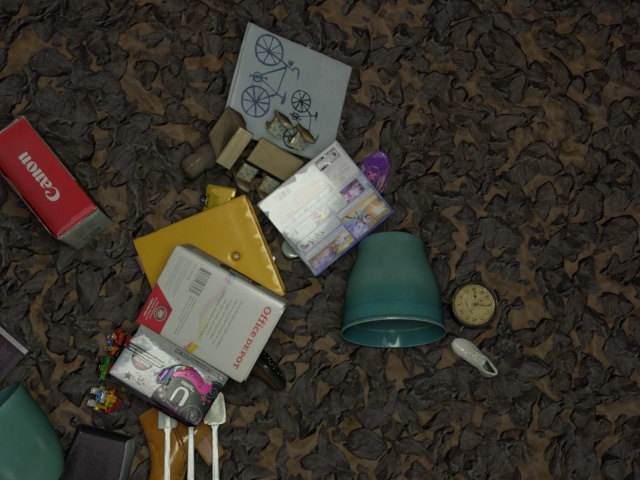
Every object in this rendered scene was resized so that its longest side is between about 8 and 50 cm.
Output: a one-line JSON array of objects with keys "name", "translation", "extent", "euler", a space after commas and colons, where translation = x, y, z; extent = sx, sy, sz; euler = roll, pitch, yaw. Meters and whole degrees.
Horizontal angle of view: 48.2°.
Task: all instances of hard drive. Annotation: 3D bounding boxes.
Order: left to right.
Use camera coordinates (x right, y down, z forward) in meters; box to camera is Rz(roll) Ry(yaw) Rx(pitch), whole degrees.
[{"name": "hard drive", "translation": [-0.582, 0.610, 1.819], "extent": [0.172, 0.054, 0.254], "euler": [16, 80, -3]}]

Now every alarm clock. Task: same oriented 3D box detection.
[{"name": "alarm clock", "translation": [0.436, 0.170, 1.977], "extent": [0.192, 0.064, 0.129], "euler": [-27, 84, -6]}]

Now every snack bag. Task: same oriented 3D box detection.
[{"name": "snack bag", "translation": [-0.082, -0.404, 1.991], "extent": [0.343, 0.037, 0.323], "euler": [16, 78, -22]}]

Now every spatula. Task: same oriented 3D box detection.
[{"name": "spatula", "translation": [-0.321, 0.505, 1.794], "extent": [0.168, 0.019, 0.242], "euler": [0, 70, -13]}]

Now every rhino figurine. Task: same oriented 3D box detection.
[{"name": "rhino figurine", "translation": [-0.286, -0.243, 1.950], "extent": [0.243, 0.106, 0.073], "euler": [-40, 90, -17]}]

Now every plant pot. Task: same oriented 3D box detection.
[{"name": "plant pot", "translation": [-0.760, 0.523, 1.711], "extent": [0.293, 0.293, 0.235], "euler": [-39, 104, -10]}, {"name": "plant pot", "translation": [0.187, 0.123, 1.871], "extent": [0.272, 0.271, 0.255], "euler": [3, 67, -5]}]

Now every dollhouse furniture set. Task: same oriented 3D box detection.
[{"name": "dollhouse furniture set", "translation": [-0.153, -0.222, 1.852], "extent": [0.242, 0.161, 0.212], "euler": [28, 109, -30]}]

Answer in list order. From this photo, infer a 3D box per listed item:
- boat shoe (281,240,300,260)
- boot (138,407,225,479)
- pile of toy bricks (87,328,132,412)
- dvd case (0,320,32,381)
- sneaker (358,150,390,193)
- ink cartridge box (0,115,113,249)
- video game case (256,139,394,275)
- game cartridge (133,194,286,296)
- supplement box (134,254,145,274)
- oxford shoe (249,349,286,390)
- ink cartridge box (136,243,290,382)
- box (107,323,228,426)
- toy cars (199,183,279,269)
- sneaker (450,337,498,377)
[{"name": "boat shoe", "translation": [0.000, 0.000, 1.960], "extent": [0.219, 0.070, 0.077], "euler": [-16, 73, -3]}, {"name": "boot", "translation": [-0.412, 0.542, 1.830], "extent": [0.295, 0.104, 0.211], "euler": [-36, 81, -16]}, {"name": "pile of toy bricks", "translation": [-0.511, 0.341, 1.853], "extent": [0.105, 0.118, 0.212], "euler": [24, 68, -34]}, {"name": "dvd case", "translation": [-0.887, 0.310, 1.856], "extent": [0.164, 0.018, 0.221], "euler": [40, 81, 3]}, {"name": "sneaker", "translation": [0.125, -0.148, 1.977], "extent": [0.095, 0.104, 0.236], "euler": [30, 79, 1]}, {"name": "ink cartridge box", "translation": [-0.693, -0.146, 1.815], "extent": [0.130, 0.272, 0.309], "euler": [-39, 87, -9]}, {"name": "video game case", "translation": [0.013, -0.085, 1.883], "extent": [0.269, 0.061, 0.244], "euler": [-39, 93, -2]}, {"name": "game cartridge", "translation": [-0.288, 0.069, 1.868], "extent": [0.324, 0.053, 0.285], "euler": [-21, 90, 6]}, {"name": "supplement box", "translation": [-0.449, 0.050, 1.923], "extent": [0.083, 0.043, 0.055], "euler": [-28, 87, -9]}, {"name": "oxford shoe", "translation": [-0.189, 0.328, 1.897], "extent": [0.227, 0.083, 0.096], "euler": [40, 99, 2]}, {"name": "ink cartridge box", "translation": [-0.263, 0.176, 1.778], "extent": [0.306, 0.131, 0.226], "euler": [30, 94, 2]}, {"name": "box", "translation": [-0.374, 0.333, 1.734], "extent": [0.247, 0.163, 0.142], "euler": [33, 69, -8]}, {"name": "toy cars", "translation": [-0.223, 0.035, 1.929], "extent": [0.176, 0.087, 0.393], "euler": [-30, 89, 3]}, {"name": "sneaker", "translation": [0.425, 0.317, 1.955], "extent": [0.152, 0.061, 0.053], "euler": [38, 82, 3]}]
